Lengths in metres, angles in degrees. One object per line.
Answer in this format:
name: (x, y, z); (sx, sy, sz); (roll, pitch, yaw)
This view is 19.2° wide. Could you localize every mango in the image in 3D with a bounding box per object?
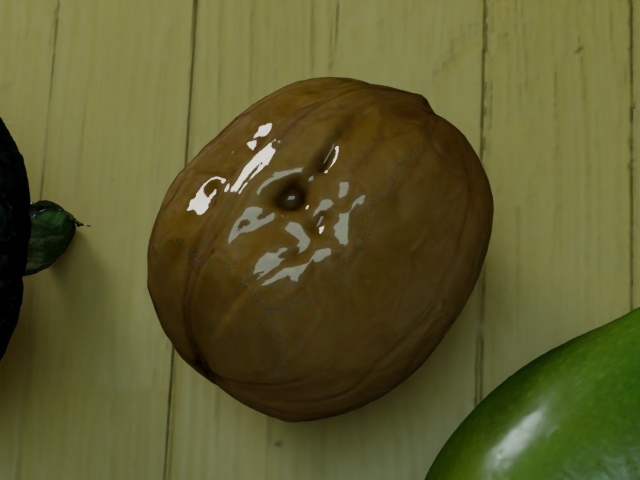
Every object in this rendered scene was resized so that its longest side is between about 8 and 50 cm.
mango: (0.185, 0.139, 1.124); (0.192, 0.156, 0.343); (41, 79, 8)

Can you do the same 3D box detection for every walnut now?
walnut: (0.000, 0.000, 1.171); (0.195, 0.195, 0.222); (38, 85, 16)

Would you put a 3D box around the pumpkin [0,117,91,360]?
pumpkin: (-0.258, -0.004, 1.203); (0.248, 0.248, 0.248); (-2, 73, 7)
